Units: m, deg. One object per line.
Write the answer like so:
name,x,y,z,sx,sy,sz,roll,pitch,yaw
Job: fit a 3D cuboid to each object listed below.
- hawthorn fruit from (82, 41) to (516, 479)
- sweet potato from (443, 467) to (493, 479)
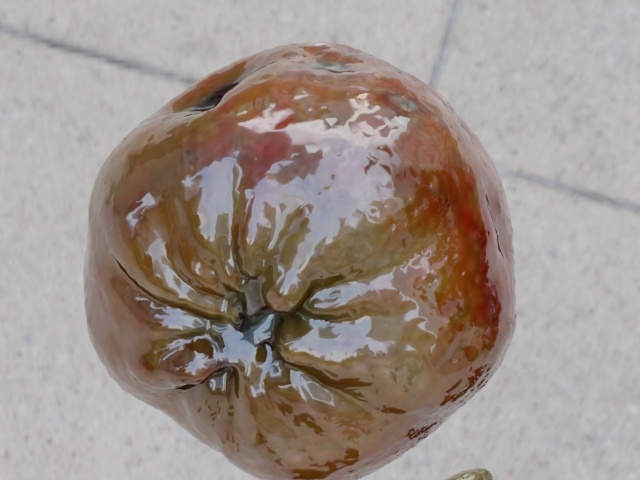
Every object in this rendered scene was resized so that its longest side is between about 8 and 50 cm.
hawthorn fruit,-0.004,0.011,0.939,0.258,0.258,0.262,49,21,22
sweet potato,0.087,0.277,1.580,0.075,0.074,0.269,44,31,20
